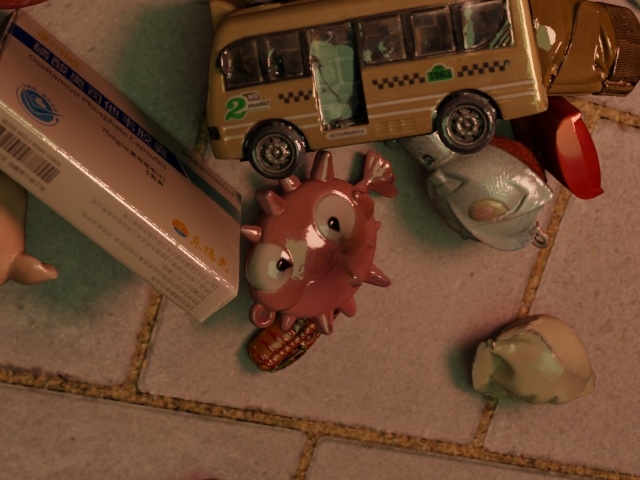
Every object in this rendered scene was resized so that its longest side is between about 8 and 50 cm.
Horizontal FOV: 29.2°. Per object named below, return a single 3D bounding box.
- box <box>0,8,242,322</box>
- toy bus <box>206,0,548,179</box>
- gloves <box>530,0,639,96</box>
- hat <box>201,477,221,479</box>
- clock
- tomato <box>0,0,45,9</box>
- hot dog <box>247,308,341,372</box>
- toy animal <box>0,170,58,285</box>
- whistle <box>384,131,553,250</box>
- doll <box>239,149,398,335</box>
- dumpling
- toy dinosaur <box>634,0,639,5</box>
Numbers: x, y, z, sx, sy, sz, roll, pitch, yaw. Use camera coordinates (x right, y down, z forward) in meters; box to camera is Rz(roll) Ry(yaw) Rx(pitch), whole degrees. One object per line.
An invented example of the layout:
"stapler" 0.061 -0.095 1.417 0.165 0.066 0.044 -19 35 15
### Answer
"box" -0.228 -0.081 1.327 0.065 0.200 0.343 -39 117 22
"toy bus" 0.056 -0.191 1.342 0.366 0.177 0.201 -8 103 10
"gloves" 0.238 -0.254 1.472 0.331 0.141 0.154 9 103 -22
"hat" -0.161 0.377 1.565 0.146 0.067 0.146 18 66 -50
"clock" 0.292 -0.120 1.525 0.061 0.155 0.113 -22 112 -2
"tomato" -0.320 -0.356 1.199 0.270 0.227 0.270 -5 109 -15
"hot dog" -0.027 0.110 1.542 0.144 0.038 0.062 -40 114 -5
"toy animal" -0.394 -0.054 1.298 0.167 0.154 0.250 -8 116 28
"whistle" 0.161 -0.107 1.500 0.346 0.142 0.133 44 79 -13
"doll" 0.000 0.000 1.486 0.262 0.093 0.211 -44 116 -17
"dumpling" 0.279 0.174 1.641 0.155 0.111 0.181 -27 109 23
"toy dinosaur" 0.291 -0.371 1.489 0.383 0.076 0.129 51 61 -31
